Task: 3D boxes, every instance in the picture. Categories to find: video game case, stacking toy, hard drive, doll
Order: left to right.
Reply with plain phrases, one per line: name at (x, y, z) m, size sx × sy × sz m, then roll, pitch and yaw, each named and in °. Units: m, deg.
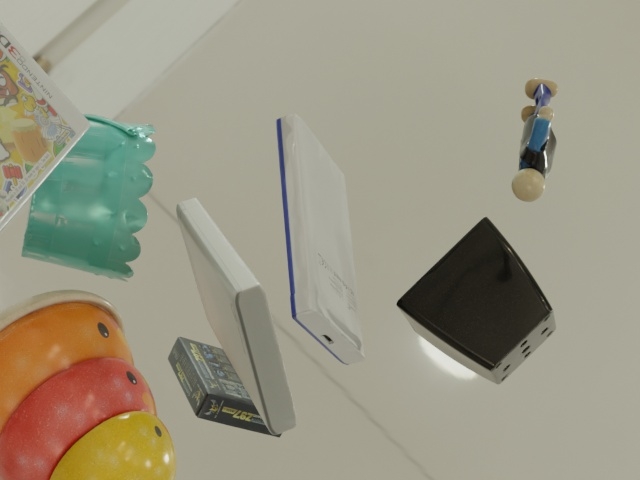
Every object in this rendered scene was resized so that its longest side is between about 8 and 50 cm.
video game case at (-0.358, -0.133, 1.067) m, size 0.026 × 0.227 × 0.206 m, roll -24°, pitch -64°, yaw 35°
stacking toy at (-0.335, 0.335, 1.599) m, size 0.480 × 0.350 × 0.350 m, roll 39°, pitch -21°, yaw 29°
hard drive at (-0.131, 0.101, 1.546) m, size 0.353 × 0.047 × 0.233 m, roll -134°, pitch -152°, yaw -60°
hard drive at (0.000, 0.000, 1.541) m, size 0.040 × 0.318 × 0.210 m, roll -15°, pitch -30°, yaw 17°
doll at (0.251, -0.107, 1.213) m, size 0.046 × 0.189 × 0.129 m, roll 7°, pitch -50°, yaw 10°

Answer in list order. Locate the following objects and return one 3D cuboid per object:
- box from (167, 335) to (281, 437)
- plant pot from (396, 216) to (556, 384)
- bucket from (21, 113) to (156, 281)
box at (-0.180, 0.281, 2.018) m, size 0.183 × 0.059 × 0.233 m, roll 21°, pitch 13°, yaw -30°
plant pot at (0.250, 0.109, 1.574) m, size 0.167 × 0.188 × 0.187 m, roll 46°, pitch -2°, yaw 24°
bucket at (-0.389, -0.077, 1.742) m, size 0.183 × 0.281 × 0.281 m, roll 10°, pitch -17°, yaw -16°
